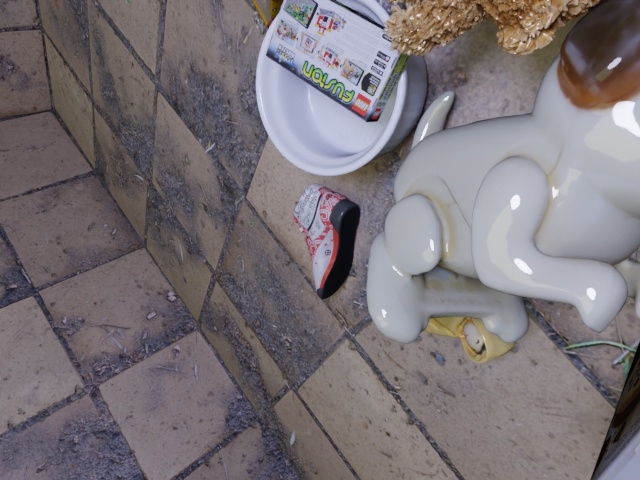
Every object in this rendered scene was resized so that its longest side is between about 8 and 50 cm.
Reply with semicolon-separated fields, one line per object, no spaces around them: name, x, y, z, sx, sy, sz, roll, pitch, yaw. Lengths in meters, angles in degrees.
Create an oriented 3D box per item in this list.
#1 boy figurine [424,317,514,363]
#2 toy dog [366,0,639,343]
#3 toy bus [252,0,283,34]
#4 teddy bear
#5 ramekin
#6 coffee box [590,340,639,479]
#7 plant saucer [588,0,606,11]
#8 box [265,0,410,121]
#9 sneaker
boy figurine;0.224;0.120;0.818;0.285;0.092;0.177;44;138;27
toy dog;0.280;-0.073;0.516;0.408;0.284;0.396;-42;39;54
toy bus;-0.069;-0.466;0.780;0.202;0.104;0.191;55;169;44
teddy bear;0.161;-0.323;0.464;0.245;0.338;0.113;-28;132;29
ramekin;0.039;-0.253;0.715;0.277;0.135;0.278;12;111;34
coffee box;0.404;0.156;0.446;0.118;0.297;0.168;30;132;31
plant saucer;0.295;-0.339;0.460;0.168;0.029;0.169;41;143;40
box;0.019;-0.270;0.614;0.207;0.036;0.114;40;124;20
sneaker;0.001;-0.001;1.011;0.145;0.090;0.270;36;133;32
